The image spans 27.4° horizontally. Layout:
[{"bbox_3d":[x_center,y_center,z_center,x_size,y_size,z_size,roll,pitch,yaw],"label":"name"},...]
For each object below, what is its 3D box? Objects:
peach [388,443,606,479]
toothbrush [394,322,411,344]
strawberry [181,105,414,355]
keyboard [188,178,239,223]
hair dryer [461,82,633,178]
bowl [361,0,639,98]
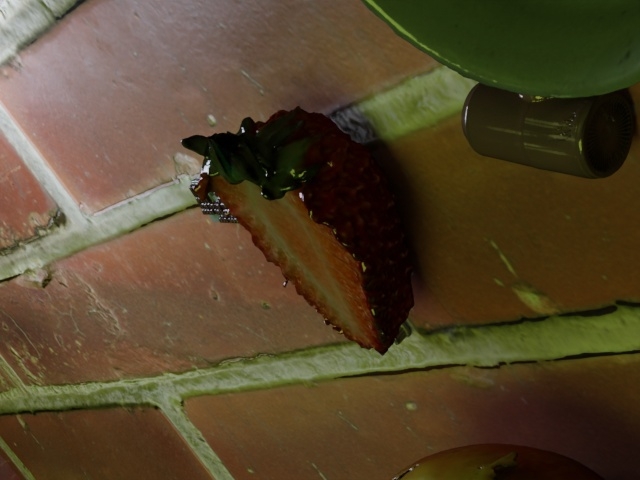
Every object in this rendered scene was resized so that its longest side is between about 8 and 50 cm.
[{"bbox_3d":[0.175,0.361,1.186,0.370,0.370,0.370,33,147,24],"label":"peach"},{"bbox_3d":[0.000,0.000,1.278,0.257,0.024,0.018,51,150,-3],"label":"toothbrush"},{"bbox_3d":[0.001,-0.025,1.173,0.188,0.106,0.286,18,152,48],"label":"strawberry"},{"bbox_3d":[-0.085,-0.037,1.325,0.055,0.017,0.166,58,156,-18],"label":"keyboard"},{"bbox_3d":[0.146,-0.133,0.902,0.117,0.064,0.181,18,131,44],"label":"hair dryer"},{"bbox_3d":[0.120,-0.234,0.716,0.289,0.146,0.289,31,147,23],"label":"bowl"}]
